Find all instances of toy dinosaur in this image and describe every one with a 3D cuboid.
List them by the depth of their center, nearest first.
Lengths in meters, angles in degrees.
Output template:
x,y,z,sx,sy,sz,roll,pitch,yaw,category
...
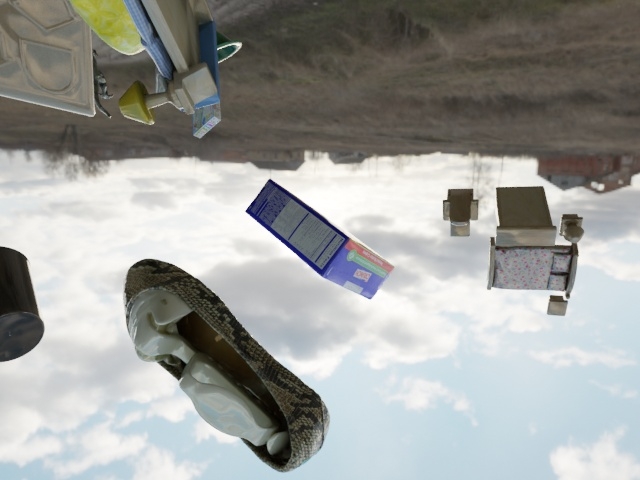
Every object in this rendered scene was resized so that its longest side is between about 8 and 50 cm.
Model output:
x,y,z,sx,sy,sz,roll,pitch,yaw,category
-0.625,-0.452,1.419,0.063,0.269,0.118,-17,-179,-14,toy dinosaur

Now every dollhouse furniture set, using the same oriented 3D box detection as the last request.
x,y,z,sx,sy,sz,roll,pitch,yaw,category
-0.240,-0.297,0.487,0.197,0.304,0.286,-13,150,3,dollhouse furniture set
0.438,0.071,1.188,0.302,0.356,0.174,1,-145,16,dollhouse furniture set

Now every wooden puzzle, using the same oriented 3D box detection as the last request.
x,y,z,sx,sy,sz,roll,pitch,yaw,category
-0.639,-0.453,1.078,0.321,0.348,0.081,12,-137,-7,wooden puzzle

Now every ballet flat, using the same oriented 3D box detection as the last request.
x,y,z,sx,sy,sz,roll,pitch,yaw,category
-0.193,0.197,0.857,0.482,0.164,0.182,39,-166,12,ballet flat

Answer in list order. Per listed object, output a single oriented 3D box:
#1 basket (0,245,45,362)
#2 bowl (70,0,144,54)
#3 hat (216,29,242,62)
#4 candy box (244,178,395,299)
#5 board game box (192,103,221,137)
x,y,z,sx,sy,sz,roll,pitch,yaw,category
-0.688,0.135,1.083,0.204,0.154,0.226,-11,-141,-45,basket
-0.300,-0.466,0.820,0.155,0.290,0.289,-16,-172,10,bowl
-0.345,-0.590,1.416,0.172,0.184,0.208,-19,-167,37,hat
0.000,0.000,1.327,0.317,0.122,0.268,39,-176,35,candy box
-0.342,-0.396,1.528,0.103,0.154,0.026,-29,146,34,board game box
